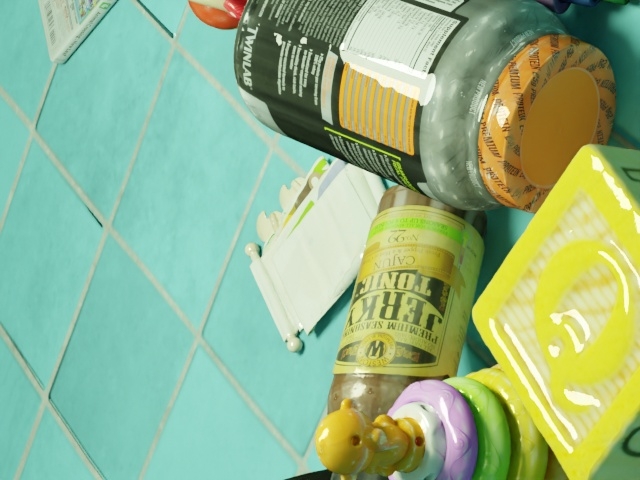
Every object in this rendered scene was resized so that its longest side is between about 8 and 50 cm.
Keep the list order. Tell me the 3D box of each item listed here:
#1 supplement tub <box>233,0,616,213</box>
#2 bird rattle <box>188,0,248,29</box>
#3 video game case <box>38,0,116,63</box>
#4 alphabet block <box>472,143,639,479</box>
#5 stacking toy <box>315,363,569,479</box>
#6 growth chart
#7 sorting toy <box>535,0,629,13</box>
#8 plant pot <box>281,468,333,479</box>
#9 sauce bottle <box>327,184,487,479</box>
[{"bbox_3d":[0.091,-0.144,1.762,0.316,0.193,0.193,26,107,38],"label":"supplement tub"},{"bbox_3d":[-0.069,-0.233,1.982,0.207,0.253,0.143,14,105,14],"label":"bird rattle"},{"bbox_3d":[-0.306,-0.362,2.511,0.193,0.023,0.212,-42,53,43],"label":"video game case"},{"bbox_3d":[0.269,0.062,1.514,0.192,0.197,0.193,-59,42,30],"label":"alphabet block"},{"bbox_3d":[0.116,0.169,1.620,0.166,0.302,0.175,-6,81,53],"label":"stacking toy"},{"bbox_3d":[0.000,0.000,2.042,0.237,0.021,0.172,-47,50,40],"label":"growth chart"},{"bbox_3d":[0.266,-0.367,1.688,0.126,0.127,0.365,15,102,24],"label":"sorting toy"},{"bbox_3d":[0.023,0.301,1.846,0.188,0.167,0.187,-9,79,52],"label":"plant pot"},{"bbox_3d":[0.069,0.109,1.752,0.111,0.111,0.344,-32,36,48],"label":"sauce bottle"}]
